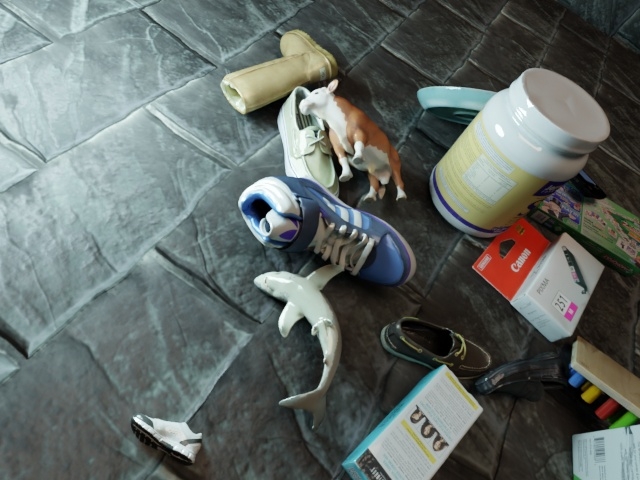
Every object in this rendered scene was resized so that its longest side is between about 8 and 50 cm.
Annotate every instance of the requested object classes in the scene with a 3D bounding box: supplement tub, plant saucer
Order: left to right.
[{"bbox_3d":[0.411,-0.346,1.099,0.318,0.317,0.043,9,101,-15],"label":"plant saucer"},{"bbox_3d":[0.427,-0.184,0.933,0.241,0.331,0.241,9,57,-15],"label":"supplement tub"}]

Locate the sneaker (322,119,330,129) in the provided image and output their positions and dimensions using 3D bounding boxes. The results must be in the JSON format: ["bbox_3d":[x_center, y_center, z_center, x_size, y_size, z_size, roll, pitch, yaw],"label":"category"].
[{"bbox_3d":[0.054,-0.303,1.029,0.068,0.071,0.170,-18,67,-29],"label":"sneaker"}]

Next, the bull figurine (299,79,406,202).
[{"bbox_3d":[0.085,-0.202,0.899,0.310,0.101,0.188,26,51,-42],"label":"bull figurine"}]

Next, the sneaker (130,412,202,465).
[{"bbox_3d":[-0.220,0.277,0.592,0.109,0.040,0.044,33,38,-3],"label":"sneaker"}]

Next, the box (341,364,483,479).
[{"bbox_3d":[0.158,0.324,0.683,0.244,0.060,0.100,-31,73,-33],"label":"box"}]

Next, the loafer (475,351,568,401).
[{"bbox_3d":[0.396,0.271,0.794,0.223,0.076,0.078,-2,56,-27],"label":"loafer"}]

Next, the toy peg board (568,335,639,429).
[{"bbox_3d":[0.564,0.296,0.827,0.160,0.079,0.161,39,26,23],"label":"toy peg board"}]

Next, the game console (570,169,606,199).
[{"bbox_3d":[0.721,-0.257,1.226,0.213,0.044,0.361,2,50,-27],"label":"game console"}]

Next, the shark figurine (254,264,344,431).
[{"bbox_3d":[0.000,0.159,0.710,0.166,0.116,0.278,-24,57,5],"label":"shark figurine"}]

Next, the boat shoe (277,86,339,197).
[{"bbox_3d":[-0.031,-0.216,0.928,0.109,0.094,0.302,-9,63,-25],"label":"boat shoe"}]

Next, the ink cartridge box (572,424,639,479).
[{"bbox_3d":[0.537,0.401,0.685,0.087,0.208,0.153,27,54,-3],"label":"ink cartridge box"}]

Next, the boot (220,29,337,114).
[{"bbox_3d":[-0.126,-0.429,1.026,0.269,0.089,0.236,-29,49,-20],"label":"boot"}]

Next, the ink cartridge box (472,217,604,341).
[{"bbox_3d":[0.527,0.063,0.986,0.239,0.060,0.275,46,55,9],"label":"ink cartridge box"}]

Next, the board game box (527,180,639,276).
[{"bbox_3d":[0.743,-0.065,1.153,0.317,0.046,0.213,32,53,1],"label":"board game box"}]

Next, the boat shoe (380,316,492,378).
[{"bbox_3d":[0.230,0.204,0.780,0.228,0.068,0.081,17,55,-10],"label":"boat shoe"}]

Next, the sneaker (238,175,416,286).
[{"bbox_3d":[0.000,-0.001,0.740,0.323,0.130,0.236,39,28,16],"label":"sneaker"}]
